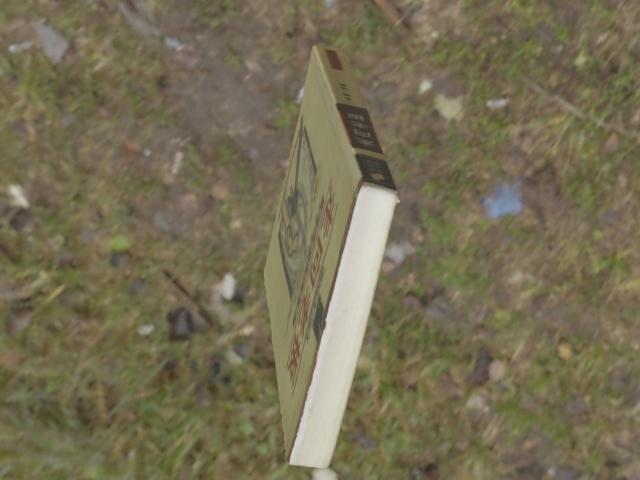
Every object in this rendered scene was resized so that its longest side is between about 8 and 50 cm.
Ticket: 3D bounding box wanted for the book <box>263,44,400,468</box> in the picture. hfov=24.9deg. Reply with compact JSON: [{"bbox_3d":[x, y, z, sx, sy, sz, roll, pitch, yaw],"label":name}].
[{"bbox_3d":[0.000,0.000,0.807,0.026,0.231,0.161,9,113,-10],"label":"book"}]
